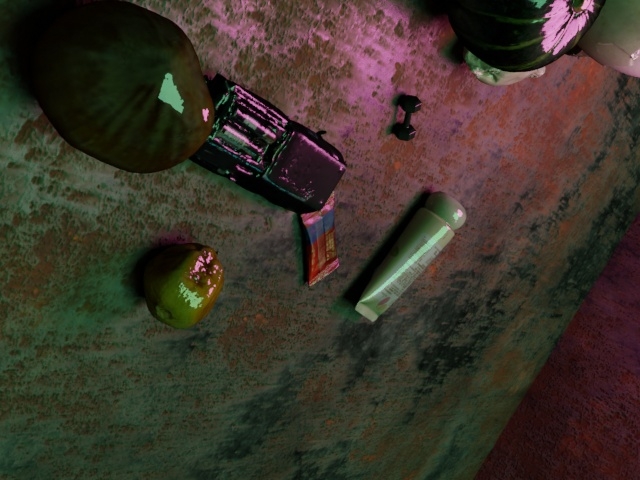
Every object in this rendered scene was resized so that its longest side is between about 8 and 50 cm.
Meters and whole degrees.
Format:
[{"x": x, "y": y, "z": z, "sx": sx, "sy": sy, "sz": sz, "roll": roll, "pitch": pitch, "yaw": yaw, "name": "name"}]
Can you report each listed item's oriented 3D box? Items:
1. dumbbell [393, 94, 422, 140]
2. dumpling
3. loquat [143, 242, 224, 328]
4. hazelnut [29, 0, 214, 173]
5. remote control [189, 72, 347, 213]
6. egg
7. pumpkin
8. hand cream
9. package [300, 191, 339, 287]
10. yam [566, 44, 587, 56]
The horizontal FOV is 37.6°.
[{"x": 0.158, "y": -0.223, "z": 1.708, "sx": 0.036, "sy": 0.040, "sz": 0.083, "roll": -72, "pitch": 173, "yaw": -53, "name": "dumbbell"}, {"x": 0.344, "y": -0.357, "z": 1.773, "sx": 0.199, "sy": 0.136, "sz": 0.118, "roll": 2, "pitch": 156, "yaw": -35, "name": "dumpling"}, {"x": -0.199, "y": 0.063, "z": 1.391, "sx": 0.137, "sy": 0.113, "sz": 0.137, "roll": -40, "pitch": 139, "yaw": -47, "name": "loquat"}, {"x": -0.211, "y": -0.179, "z": 1.046, "sx": 0.186, "sy": 0.210, "sz": 0.210, "roll": -83, "pitch": 180, "yaw": -50, "name": "hazelnut"}, {"x": -0.074, "y": -0.134, "z": 1.426, "sx": 0.145, "sy": 0.062, "sz": 0.398, "roll": -59, "pitch": 151, "yaw": 4, "name": "remote control"}, {"x": 0.618, "y": -0.467, "z": 1.836, "sx": 0.278, "sy": 0.336, "sz": 0.278, "roll": -37, "pitch": -167, "yaw": 10, "name": "egg"}, {"x": 0.344, "y": -0.440, "z": 1.555, "sx": 0.323, "sy": 0.241, "sz": 0.323, "roll": -41, "pitch": 151, "yaw": -29, "name": "pumpkin"}, {"x": 0.186, "y": 0.038, "z": 1.956, "sx": 0.306, "sy": 0.093, "sz": 0.147, "roll": -53, "pitch": 156, "yaw": -1, "name": "hand cream"}, {"x": 0.000, "y": 0.000, "z": 1.710, "sx": 0.083, "sy": 0.022, "sz": 0.200, "roll": -40, "pitch": 146, "yaw": -28, "name": "package"}, {"x": 0.586, "y": -0.447, "z": 2.050, "sx": 0.183, "sy": 0.107, "sz": 0.107, "roll": -14, "pitch": 131, "yaw": -46, "name": "yam"}]
